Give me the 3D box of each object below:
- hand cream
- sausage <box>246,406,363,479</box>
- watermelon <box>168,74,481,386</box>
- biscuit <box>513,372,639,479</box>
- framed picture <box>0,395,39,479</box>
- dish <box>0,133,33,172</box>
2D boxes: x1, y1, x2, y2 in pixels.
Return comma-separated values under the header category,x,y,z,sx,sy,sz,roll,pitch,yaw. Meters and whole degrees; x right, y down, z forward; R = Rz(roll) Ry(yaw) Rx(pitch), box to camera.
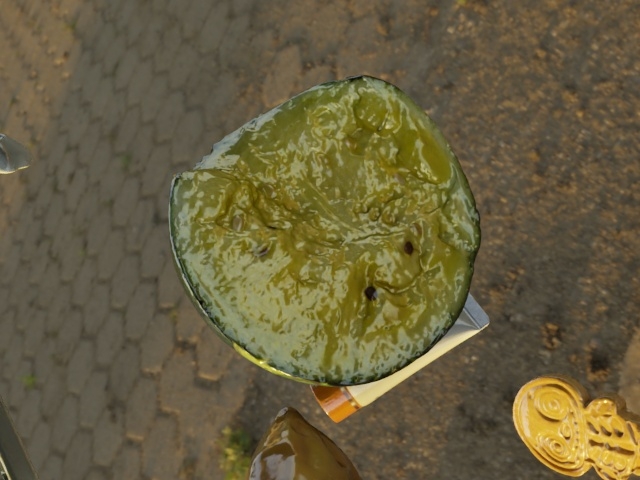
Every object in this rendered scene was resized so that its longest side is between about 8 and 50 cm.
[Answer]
category,x,y,z,sx,sy,sz,roll,pitch,yaw
hand cream,0.134,0.190,1.519,0.314,0.089,0.140,-35,35,0
sausage,-0.009,0.264,0.489,0.116,0.134,0.354,-4,66,17
watermelon,0.000,0.000,0.977,0.189,0.330,0.331,143,141,-73
biscuit,0.474,0.347,1.638,0.288,0.044,0.202,15,118,45
framed picture,-0.251,0.229,0.777,0.240,0.020,0.324,54,153,27
dish,-0.458,-0.123,1.212,0.091,0.137,0.039,-96,9,-68
